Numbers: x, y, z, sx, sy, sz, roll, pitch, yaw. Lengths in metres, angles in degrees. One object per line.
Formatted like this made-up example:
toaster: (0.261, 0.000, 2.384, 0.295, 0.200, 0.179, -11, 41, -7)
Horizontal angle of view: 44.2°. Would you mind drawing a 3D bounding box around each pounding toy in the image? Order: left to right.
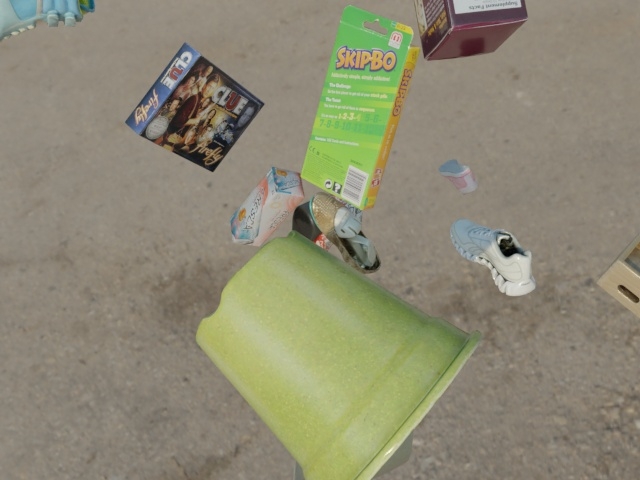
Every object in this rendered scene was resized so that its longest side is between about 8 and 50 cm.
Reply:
pounding toy: (0.585, 0.090, 1.433, 0.141, 0.100, 0.130, 42, 48, 15)

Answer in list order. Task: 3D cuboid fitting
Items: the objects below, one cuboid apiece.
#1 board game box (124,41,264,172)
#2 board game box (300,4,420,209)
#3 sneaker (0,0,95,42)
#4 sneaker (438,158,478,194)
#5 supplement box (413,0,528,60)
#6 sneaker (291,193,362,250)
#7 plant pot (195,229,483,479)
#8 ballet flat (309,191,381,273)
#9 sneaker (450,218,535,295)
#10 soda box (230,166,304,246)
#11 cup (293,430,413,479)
board game box: (-0.208, -0.222, 1.365, 0.042, 0.243, 0.165, 41, 97, 22)
board game box: (0.054, -0.185, 1.104, 0.124, 0.259, 0.039, 31, 30, 32)
sneaker: (-0.506, -0.380, 1.337, 0.319, 0.208, 0.127, -38, 56, 46)
sneaker: (0.315, -0.140, 1.791, 0.051, 0.070, 0.134, -36, 19, -3)
supplement box: (0.139, -0.290, 0.795, 0.081, 0.188, 0.104, -9, -3, -8)
sneaker: (0.001, 0.001, 1.599, 0.145, 0.270, 0.090, -24, 64, -30)
plant pot: (0.003, 0.134, 0.925, 0.254, 0.276, 0.276, 40, 61, 10)
ballet flat: (0.053, -0.012, 1.389, 0.067, 0.206, 0.073, 7, 58, 37)
sneaker: (0.422, 0.012, 1.930, 0.110, 0.118, 0.292, -22, 38, -19)
soda box: (-0.102, -0.060, 1.469, 0.183, 0.063, 0.058, -45, 45, 45)
cup: (0.068, 0.374, 1.658, 0.237, 0.331, 0.331, 4, 38, -1)
